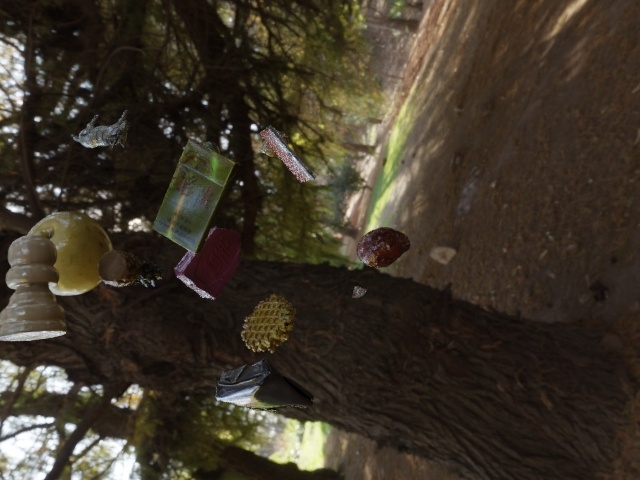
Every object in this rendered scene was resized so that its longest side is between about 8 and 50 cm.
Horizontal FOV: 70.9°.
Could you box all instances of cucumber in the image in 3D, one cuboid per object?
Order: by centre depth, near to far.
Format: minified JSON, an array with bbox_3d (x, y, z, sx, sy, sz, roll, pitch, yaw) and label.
[{"bbox_3d":[-0.420,-0.345,1.745,0.107,0.067,0.035,-112,34,-42],"label":"cucumber"}]

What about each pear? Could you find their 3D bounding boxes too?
[{"bbox_3d":[-1.042,0.056,1.867,0.348,0.349,0.348,16,-90,-87],"label":"pear"}]

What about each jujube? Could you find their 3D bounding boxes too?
[{"bbox_3d":[0.304,0.035,2.178,0.290,0.197,0.197,-13,-50,-38],"label":"jujube"}]

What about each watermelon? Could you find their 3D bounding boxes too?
[{"bbox_3d":[0.179,0.242,2.210,0.085,0.085,0.061,-71,-38,-52],"label":"watermelon"}]

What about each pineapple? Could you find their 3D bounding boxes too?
[{"bbox_3d":[-0.643,0.107,1.544,0.248,0.128,0.128,43,-118,-74],"label":"pineapple"}]

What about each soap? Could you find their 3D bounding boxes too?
[{"bbox_3d":[-0.379,0.062,1.583,0.099,0.162,0.249,-11,43,55],"label":"soap"}]

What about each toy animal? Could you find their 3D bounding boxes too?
[{"bbox_3d":[-0.614,-0.301,1.281,0.176,0.217,0.073,-84,-19,-52],"label":"toy animal"}]

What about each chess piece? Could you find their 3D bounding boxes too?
[{"bbox_3d":[-0.832,0.131,1.306,0.167,0.167,0.299,96,166,-75],"label":"chess piece"}]

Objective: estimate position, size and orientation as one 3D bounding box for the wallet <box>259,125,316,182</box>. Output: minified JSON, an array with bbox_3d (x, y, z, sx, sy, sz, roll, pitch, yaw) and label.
[{"bbox_3d":[-0.099,-0.249,1.316,0.020,0.196,0.103,-48,20,-14],"label":"wallet"}]

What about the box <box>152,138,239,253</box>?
[{"bbox_3d":[-0.390,-0.135,1.393,0.311,0.173,0.043,-63,-11,11],"label":"box"}]

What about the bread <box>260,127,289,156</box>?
[{"bbox_3d":[-0.176,-0.380,1.761,0.106,0.082,0.125,-63,1,12],"label":"bread"}]

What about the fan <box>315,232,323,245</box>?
[{"bbox_3d":[0.003,-0.002,2.232,0.003,0.080,0.060,-33,-15,21],"label":"fan"}]

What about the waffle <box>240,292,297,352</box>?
[{"bbox_3d":[-0.168,0.269,1.458,0.193,0.070,0.197,-47,36,-5],"label":"waffle"}]

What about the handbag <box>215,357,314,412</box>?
[{"bbox_3d":[-0.203,0.582,1.741,0.342,0.288,0.152,-26,36,40],"label":"handbag"}]
